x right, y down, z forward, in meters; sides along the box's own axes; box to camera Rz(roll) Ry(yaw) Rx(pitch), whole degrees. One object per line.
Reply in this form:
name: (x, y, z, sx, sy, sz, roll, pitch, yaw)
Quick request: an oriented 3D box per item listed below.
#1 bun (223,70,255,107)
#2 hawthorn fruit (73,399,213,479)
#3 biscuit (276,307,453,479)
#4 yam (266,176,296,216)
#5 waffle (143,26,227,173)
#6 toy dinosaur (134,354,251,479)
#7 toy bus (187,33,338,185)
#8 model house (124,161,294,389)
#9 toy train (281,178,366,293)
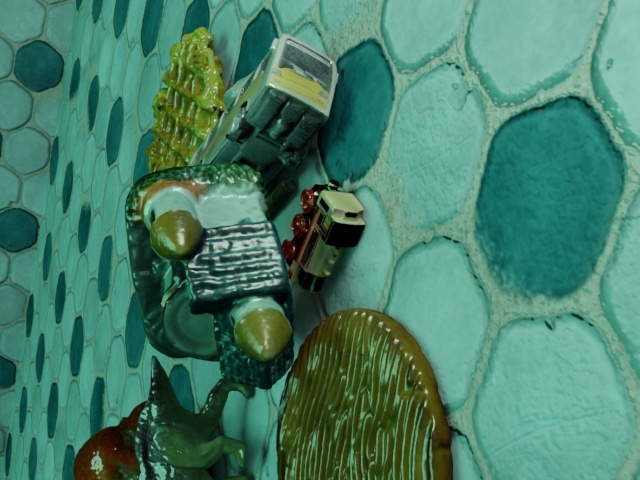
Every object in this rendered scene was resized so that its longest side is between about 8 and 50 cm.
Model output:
bun: (-0.101, -0.214, 1.103, 0.045, 0.083, 0.083, 57, 155, -15)
hawthorn fruit: (-0.250, 0.375, 1.149, 0.243, 0.207, 0.207, 61, 140, 16)
biscuit: (0.031, 0.229, 0.807, 0.318, 0.040, 0.318, -15, 72, 59)
yam: (-0.095, -0.021, 1.092, 0.234, 0.027, 0.029, -47, 14, 49)
waffle: (-0.239, -0.204, 1.352, 0.302, 0.068, 0.325, -43, 47, 50)
toy dinosaur: (-0.176, 0.306, 1.039, 0.077, 0.162, 0.294, 80, -171, -76)
toy bus: (-0.093, -0.133, 1.028, 0.342, 0.097, 0.138, -39, 30, 53)
model house: (-0.115, 0.061, 0.872, 0.291, 0.184, 0.253, -134, 39, -65)
toy train: (0.000, 0.000, 0.895, 0.087, 0.050, 0.138, 57, 133, 45)
